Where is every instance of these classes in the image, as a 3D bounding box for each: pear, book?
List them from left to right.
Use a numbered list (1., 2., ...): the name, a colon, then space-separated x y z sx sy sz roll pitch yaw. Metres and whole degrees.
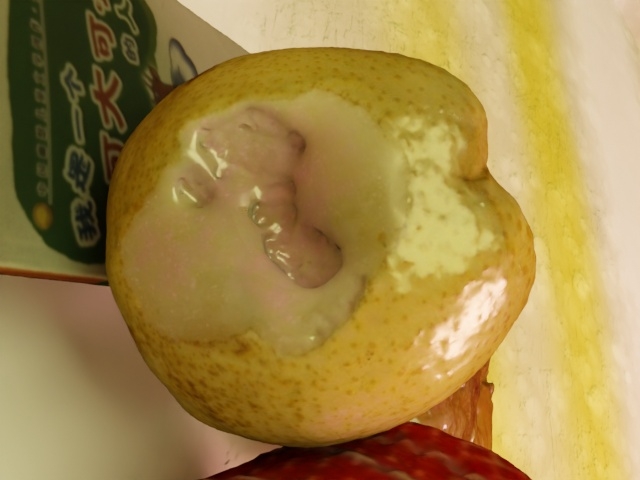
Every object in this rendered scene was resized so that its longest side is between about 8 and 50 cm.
1. book: -0.126 -0.084 0.581 0.371 0.043 0.260 15 62 -63
2. pear: 0.000 0.000 0.470 0.271 0.271 0.271 22 57 -38

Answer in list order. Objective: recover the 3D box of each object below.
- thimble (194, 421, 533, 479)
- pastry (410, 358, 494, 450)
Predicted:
1. thimble: 0.017 0.293 0.427 0.230 0.350 0.350 -1 73 -46
2. pastry: 0.074 0.115 0.691 0.255 0.162 0.311 34 57 -59
